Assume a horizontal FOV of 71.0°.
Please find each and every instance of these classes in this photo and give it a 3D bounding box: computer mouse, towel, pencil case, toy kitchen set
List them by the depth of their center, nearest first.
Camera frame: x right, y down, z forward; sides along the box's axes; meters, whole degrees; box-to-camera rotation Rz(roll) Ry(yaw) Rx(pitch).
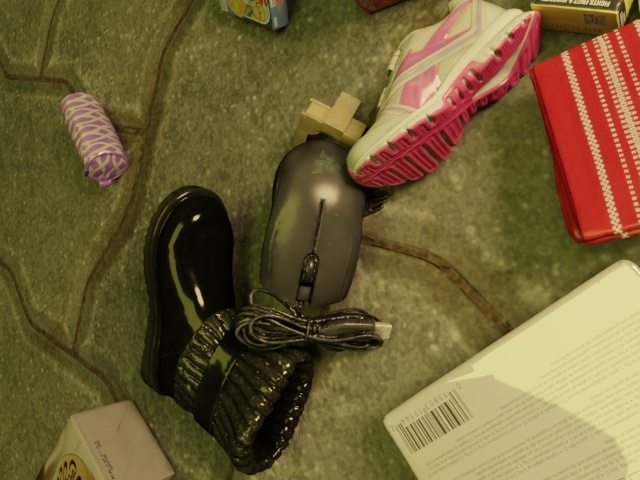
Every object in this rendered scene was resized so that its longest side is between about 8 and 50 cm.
[{"bbox_3d":[0.327,-0.117,0.358,0.275,0.031,0.198,-17,65,31],"label":"towel"},{"bbox_3d":[0.000,0.000,0.546,0.189,0.072,0.271,5,83,-7],"label":"computer mouse"},{"bbox_3d":[0.017,-0.157,0.627,0.083,0.075,0.068,27,59,0],"label":"toy kitchen set"},{"bbox_3d":[-0.461,-0.208,0.914,0.206,0.087,0.088,58,143,25],"label":"pencil case"}]

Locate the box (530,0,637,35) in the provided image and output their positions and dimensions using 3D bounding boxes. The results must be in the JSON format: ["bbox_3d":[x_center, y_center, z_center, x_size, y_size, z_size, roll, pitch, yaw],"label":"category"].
[{"bbox_3d":[0.299,-0.326,0.437,0.087,0.058,0.232,28,101,33],"label":"box"}]

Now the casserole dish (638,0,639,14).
[{"bbox_3d":[0.360,-0.181,0.396,0.114,0.037,0.188,-14,79,31],"label":"casserole dish"}]

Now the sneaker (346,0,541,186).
[{"bbox_3d":[0.120,-0.168,0.516,0.252,0.103,0.111,-44,58,7],"label":"sneaker"}]

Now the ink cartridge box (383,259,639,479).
[{"bbox_3d":[0.245,0.207,0.417,0.296,0.066,0.261,-43,65,23],"label":"ink cartridge box"}]

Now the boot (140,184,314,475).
[{"bbox_3d":[-0.127,0.110,0.628,0.260,0.131,0.347,16,105,40],"label":"boot"}]

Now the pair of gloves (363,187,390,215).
[{"bbox_3d":[0.054,-0.074,0.602,0.074,0.010,0.083,-18,77,31],"label":"pair of gloves"}]

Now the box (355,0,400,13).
[{"bbox_3d":[0.136,-0.385,0.510,0.257,0.123,0.128,-6,82,33],"label":"box"}]

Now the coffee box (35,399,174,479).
[{"bbox_3d":[-0.406,0.456,0.789,0.168,0.119,0.297,43,108,27],"label":"coffee box"}]

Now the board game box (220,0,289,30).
[{"bbox_3d":[-0.113,-0.428,0.653,0.035,0.201,0.136,-38,55,-26],"label":"board game box"}]
